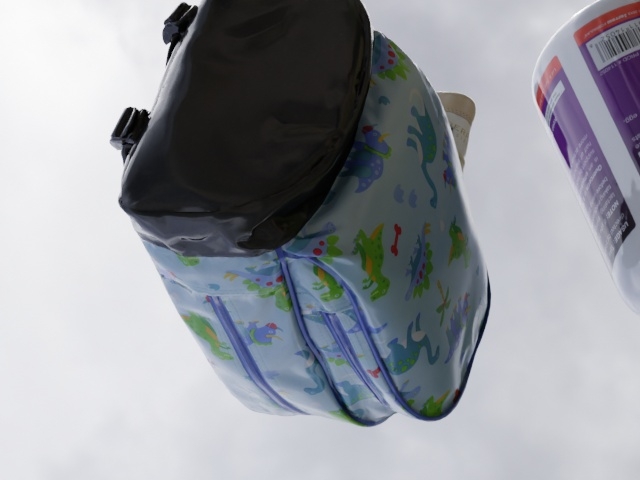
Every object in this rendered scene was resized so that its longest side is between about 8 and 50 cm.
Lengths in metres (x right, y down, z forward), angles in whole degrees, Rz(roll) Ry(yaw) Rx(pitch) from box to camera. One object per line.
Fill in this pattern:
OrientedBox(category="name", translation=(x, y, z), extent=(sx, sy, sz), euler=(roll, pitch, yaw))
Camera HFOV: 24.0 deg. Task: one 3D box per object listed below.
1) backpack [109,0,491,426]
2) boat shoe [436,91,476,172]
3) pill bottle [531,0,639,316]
OrientedBox(category="backpack", translation=(0.000, 0.000, 1.198), extent=(0.356, 0.273, 0.290), euler=(89, -165, -48))
OrientedBox(category="boat shoe", translation=(0.047, -0.104, 1.594), extent=(0.109, 0.302, 0.098), euler=(32, -110, -33))
OrientedBox(category="pill bottle", translation=(0.310, -0.053, 1.289), extent=(0.181, 0.181, 0.323), euler=(28, -146, -43))
